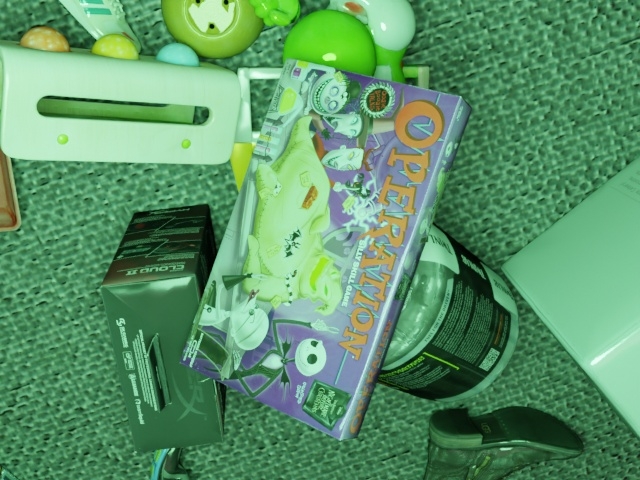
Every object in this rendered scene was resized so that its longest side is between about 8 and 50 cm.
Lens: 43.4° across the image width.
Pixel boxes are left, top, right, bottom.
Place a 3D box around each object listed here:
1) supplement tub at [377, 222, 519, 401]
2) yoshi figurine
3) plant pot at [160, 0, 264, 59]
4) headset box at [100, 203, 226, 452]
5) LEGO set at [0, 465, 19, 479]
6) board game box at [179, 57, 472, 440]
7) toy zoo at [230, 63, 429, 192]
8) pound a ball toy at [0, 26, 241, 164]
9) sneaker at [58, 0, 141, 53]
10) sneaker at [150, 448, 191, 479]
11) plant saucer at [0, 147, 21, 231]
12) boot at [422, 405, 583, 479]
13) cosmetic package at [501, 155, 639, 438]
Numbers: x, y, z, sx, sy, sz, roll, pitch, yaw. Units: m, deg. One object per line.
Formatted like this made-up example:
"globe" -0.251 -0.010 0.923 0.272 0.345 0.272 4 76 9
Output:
"supplement tub" 0.095 0.074 0.988 0.207 0.207 0.338 -45 144 11
"yoshi figurine" 0.019 -0.307 0.908 0.203 0.203 0.362 -13 111 -8
"plant pot" -0.130 -0.282 0.973 0.134 0.095 0.134 -1 109 -4
"headset box" -0.182 0.103 1.000 0.110 0.293 0.218 -7 111 -2
"LEGO set" -0.574 0.405 1.097 0.331 0.255 0.192 -35 113 6
"board game box" 0.000 0.000 0.820 0.208 0.056 0.346 19 89 24
"toy zoo" -0.006 -0.136 1.070 0.294 0.030 0.192 -2 110 -4
"pound a ball toy" -0.282 -0.181 0.940 0.319 0.208 0.135 -1 110 -36
"sneaker" -0.268 -0.297 0.974 0.075 0.057 0.161 -40 105 15
"sneaker" -0.215 0.367 1.202 0.078 0.067 0.188 2 94 -12
"plant saucer" -0.523 -0.133 1.016 0.259 0.047 0.258 -4 111 -4
"boot" 0.259 0.376 1.259 0.263 0.091 0.228 5 114 -3
"cosmetic package" 0.519 0.078 1.038 0.394 0.327 0.329 -39 108 8
